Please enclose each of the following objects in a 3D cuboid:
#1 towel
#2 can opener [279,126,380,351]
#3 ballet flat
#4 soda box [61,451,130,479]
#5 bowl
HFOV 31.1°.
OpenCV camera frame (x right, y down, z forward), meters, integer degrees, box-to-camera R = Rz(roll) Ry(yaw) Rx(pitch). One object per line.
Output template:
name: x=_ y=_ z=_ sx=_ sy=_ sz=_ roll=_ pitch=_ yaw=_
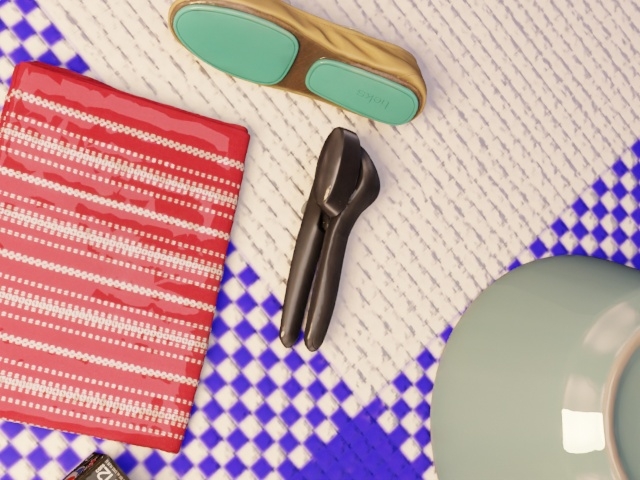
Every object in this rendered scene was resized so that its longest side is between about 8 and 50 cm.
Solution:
towel: x=-0.171 y=0.011 z=0.892 sx=0.199 sy=0.031 sz=0.274 roll=16 pitch=78 yaw=-21
can opener: x=0.000 y=0.000 z=0.950 sx=0.073 sy=0.059 sz=0.186 roll=20 pitch=83 yaw=-45
ballet flat: x=-0.018 y=-0.162 z=0.969 sx=0.232 sy=0.080 sz=0.073 roll=21 pitch=46 yaw=-20
soda box: x=-0.129 y=0.237 z=0.854 sx=0.053 sy=0.060 sz=0.169 roll=-43 pitch=98 yaw=-21
bowl: x=0.265 y=0.154 z=0.971 sx=0.312 sy=0.163 sz=0.311 roll=4 pitch=79 yaw=-21
